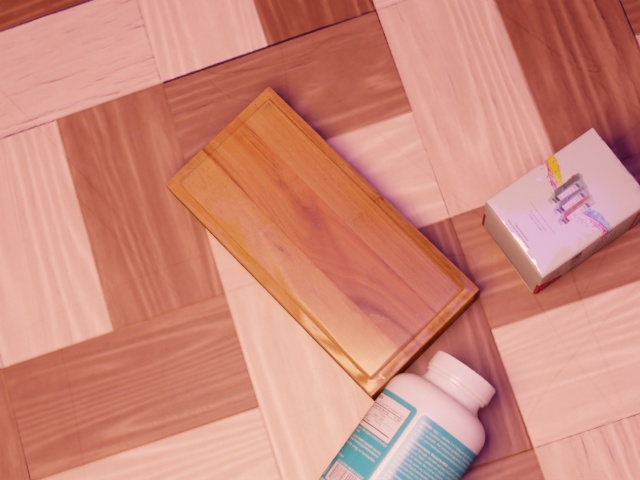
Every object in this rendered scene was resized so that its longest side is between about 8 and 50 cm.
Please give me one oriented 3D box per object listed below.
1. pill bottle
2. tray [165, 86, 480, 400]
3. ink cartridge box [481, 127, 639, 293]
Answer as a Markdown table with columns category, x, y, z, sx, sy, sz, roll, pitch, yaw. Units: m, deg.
| category | x | y | z | sx | sy | sz | roll | pitch | yaw |
| --- | --- | --- | --- | --- | --- | --- | --- | --- | --- |
| pill bottle | 0.111 | 0.272 | 1.471 | 0.146 | 0.146 | 0.264 | 36 | 83 | 13 |
| tray | 0.000 | 0.000 | 1.586 | 0.203 | 0.076 | 0.411 | -44 | 77 | -5 |
| ink cartridge box | 0.323 | -0.037 | 1.530 | 0.176 | 0.128 | 0.127 | -33 | 75 | -3 |
